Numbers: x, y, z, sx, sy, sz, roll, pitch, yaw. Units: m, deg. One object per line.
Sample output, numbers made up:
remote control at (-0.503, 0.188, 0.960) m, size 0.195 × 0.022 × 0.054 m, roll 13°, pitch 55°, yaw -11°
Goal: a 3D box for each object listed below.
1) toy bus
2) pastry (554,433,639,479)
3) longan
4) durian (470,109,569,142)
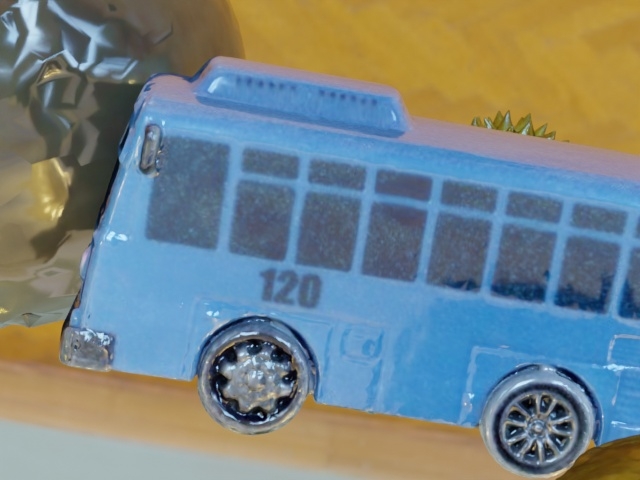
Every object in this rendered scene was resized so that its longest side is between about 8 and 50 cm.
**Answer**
toy bus at (0.023, 0.006, 0.705) m, size 0.234 × 0.133 × 0.116 m, roll 10°, pitch -168°, yaw -4°
pastry at (0.135, 0.159, 0.534) m, size 0.100 × 0.218 × 0.229 m, roll -48°, pitch 162°, yaw 31°
longan at (-0.248, -0.108, 1.324) m, size 0.391 × 0.391 × 0.391 m, roll 6°, pitch 150°, yaw 4°
durian at (0.190, -0.017, 1.595) m, size 0.172 × 0.166 × 0.306 m, roll 31°, pitch 169°, yaw 27°
